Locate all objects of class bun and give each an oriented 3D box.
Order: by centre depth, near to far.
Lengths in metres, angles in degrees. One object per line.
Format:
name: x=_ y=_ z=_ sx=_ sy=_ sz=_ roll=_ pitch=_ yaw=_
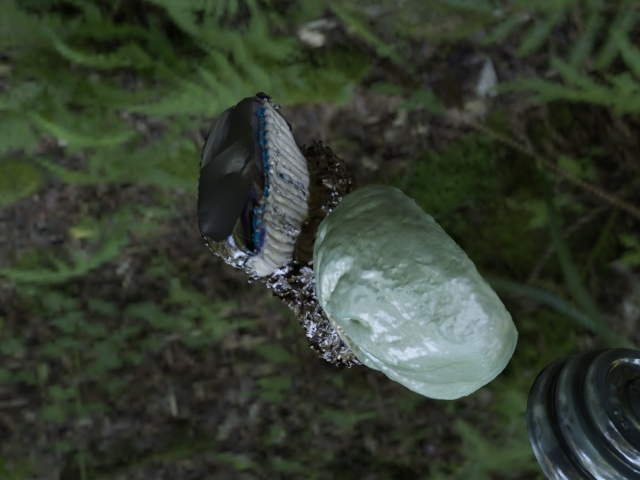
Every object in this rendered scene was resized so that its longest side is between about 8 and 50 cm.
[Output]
bun: x=0.069 y=0.051 z=1.237 sx=0.118 sy=0.195 sz=0.195 roll=-43 pitch=149 yaw=-6

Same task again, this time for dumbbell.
dumbbell: x=0.204 y=0.062 z=0.788 sx=0.110 sy=0.110 sz=0.254 roll=7 pitch=141 yaw=-30

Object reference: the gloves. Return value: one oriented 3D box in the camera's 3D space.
gloves: x=-0.005 y=0.006 z=1.479 sx=0.135 sy=0.210 sz=0.312 roll=-31 pitch=146 yaw=11
